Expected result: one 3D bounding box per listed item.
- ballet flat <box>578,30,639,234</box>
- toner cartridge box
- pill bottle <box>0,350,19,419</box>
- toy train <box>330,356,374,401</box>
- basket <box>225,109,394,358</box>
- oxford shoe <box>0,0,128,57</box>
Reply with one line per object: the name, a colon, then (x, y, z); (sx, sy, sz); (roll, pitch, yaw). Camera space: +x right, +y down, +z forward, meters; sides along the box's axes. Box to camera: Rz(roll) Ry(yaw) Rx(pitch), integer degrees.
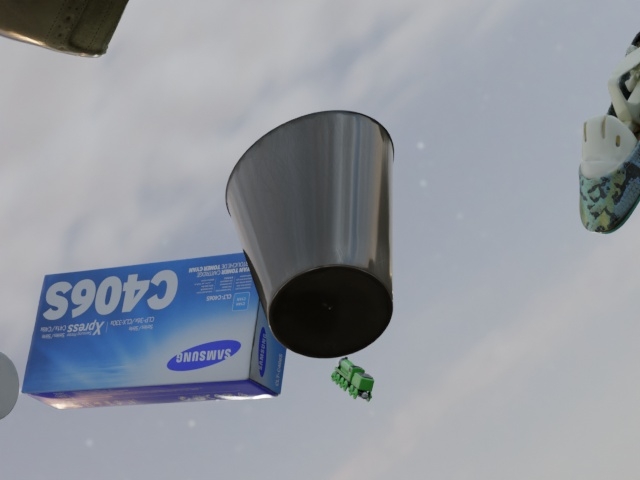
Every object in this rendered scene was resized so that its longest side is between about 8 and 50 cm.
ballet flat: (0.239, -0.093, 1.259); (0.188, 0.070, 0.070); (-62, -6, -27)
toner cartridge box: (-0.202, 0.114, 1.963); (0.347, 0.165, 0.075); (-7, -25, 31)
pill bottle: (-0.378, 0.145, 1.558); (0.169, 0.094, 0.094); (-8, 7, 36)
toy train: (0.027, 0.115, 1.332); (0.083, 0.017, 0.024); (-151, 73, -73)
basket: (0.000, 0.000, 1.665); (0.204, 0.227, 0.154); (-34, -54, 19)
oxford shoe: (-0.052, -0.230, 0.656); (0.130, 0.123, 0.348); (26, -66, -34)
